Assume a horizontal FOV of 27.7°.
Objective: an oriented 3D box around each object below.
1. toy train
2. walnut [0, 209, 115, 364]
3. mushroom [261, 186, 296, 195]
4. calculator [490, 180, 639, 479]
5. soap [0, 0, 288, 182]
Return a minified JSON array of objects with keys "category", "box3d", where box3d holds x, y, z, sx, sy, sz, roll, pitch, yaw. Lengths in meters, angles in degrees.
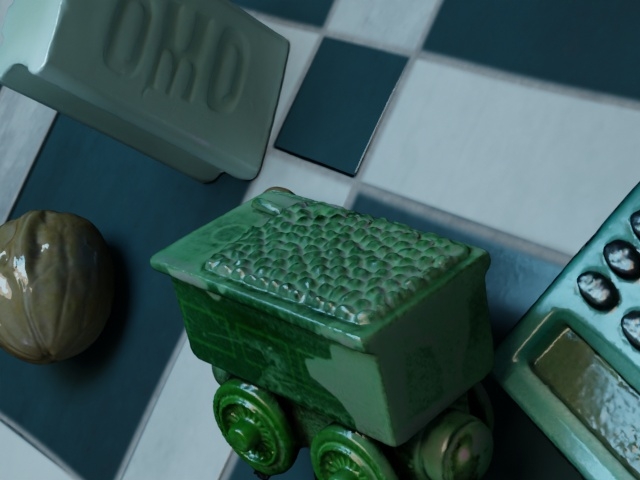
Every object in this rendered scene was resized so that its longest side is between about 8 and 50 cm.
[{"category":"toy train","box3d":[0.012,0.088,0.967,0.145,0.202,0.266,-32,33,-35]},{"category":"walnut","box3d":[-0.278,0.045,1.311,0.140,0.140,0.162,-32,38,27]},{"category":"mushroom","box3d":[-0.002,0.001,1.116,0.209,0.094,0.072,21,83,41]},{"category":"calculator","box3d":[0.262,0.069,0.869,0.274,0.058,0.248,-51,47,11]},{"category":"soap","box3d":[-0.159,-0.171,1.207,0.087,0.265,0.160,0,71,42]}]
